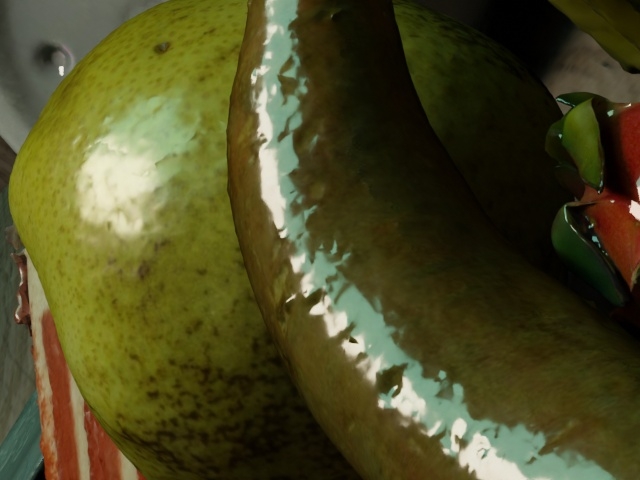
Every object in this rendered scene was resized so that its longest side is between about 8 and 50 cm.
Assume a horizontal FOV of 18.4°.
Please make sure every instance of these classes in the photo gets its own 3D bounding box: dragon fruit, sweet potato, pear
[{"bbox_3d":[0.106,-0.006,0.551,0.081,0.086,0.116,-49,29,-1],"label":"dragon fruit"},{"bbox_3d":[0.036,0.009,0.524,0.108,0.079,0.346,-52,53,32],"label":"sweet potato"},{"bbox_3d":[0.000,0.000,0.682,0.197,0.197,0.197,-49,14,17],"label":"pear"}]

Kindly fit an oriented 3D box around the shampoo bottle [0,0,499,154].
[{"bbox_3d":[-0.039,-0.153,1.008,0.273,0.273,0.266,-44,6,36],"label":"shampoo bottle"}]

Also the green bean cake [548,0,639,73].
[{"bbox_3d":[0.173,-0.145,0.582,0.233,0.124,0.236,-51,13,-1],"label":"green bean cake"}]

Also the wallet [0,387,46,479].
[{"bbox_3d":[-0.149,0.108,1.204,0.290,0.054,0.251,-58,9,5],"label":"wallet"}]

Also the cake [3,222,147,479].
[{"bbox_3d":[-0.032,0.094,0.853,0.158,0.160,0.262,-39,54,52],"label":"cake"}]
